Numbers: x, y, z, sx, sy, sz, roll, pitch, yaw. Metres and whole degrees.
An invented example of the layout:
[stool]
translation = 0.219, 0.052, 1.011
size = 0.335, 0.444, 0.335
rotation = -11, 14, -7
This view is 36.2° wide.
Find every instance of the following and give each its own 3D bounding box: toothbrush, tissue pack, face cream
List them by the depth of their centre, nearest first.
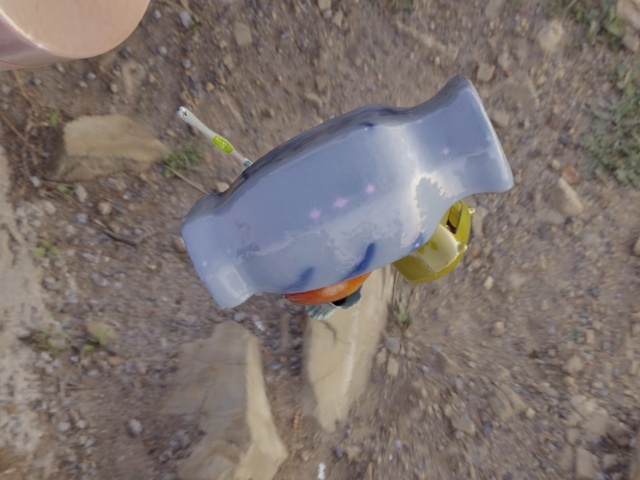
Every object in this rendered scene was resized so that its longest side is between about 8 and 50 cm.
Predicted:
[face cream]
translation = -0.180, -0.172, 0.557
size = 0.104, 0.149, 0.149
rotation = 0, 83, 35
[tissue pack]
translation = 0.197, -0.018, 1.740
size = 0.127, 0.178, 0.123
rotation = -32, 112, 34
[toothbrush]
translation = -0.185, -0.181, 1.774
size = 0.022, 0.263, 0.026
rotation = -47, 55, 4

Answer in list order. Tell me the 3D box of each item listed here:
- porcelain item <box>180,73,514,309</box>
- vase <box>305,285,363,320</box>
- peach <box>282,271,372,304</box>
[porcelain item]
translation = 0.033, -0.057, 1.259
size = 0.405, 0.242, 0.178
rotation = -25, 103, 9
[vase]
translation = 0.018, 0.105, 1.808
size = 0.081, 0.149, 0.081
rotation = 5, 71, -16
[peach]
translation = 0.000, 0.000, 1.607
size = 0.196, 0.190, 0.226
rotation = 41, 83, 2
